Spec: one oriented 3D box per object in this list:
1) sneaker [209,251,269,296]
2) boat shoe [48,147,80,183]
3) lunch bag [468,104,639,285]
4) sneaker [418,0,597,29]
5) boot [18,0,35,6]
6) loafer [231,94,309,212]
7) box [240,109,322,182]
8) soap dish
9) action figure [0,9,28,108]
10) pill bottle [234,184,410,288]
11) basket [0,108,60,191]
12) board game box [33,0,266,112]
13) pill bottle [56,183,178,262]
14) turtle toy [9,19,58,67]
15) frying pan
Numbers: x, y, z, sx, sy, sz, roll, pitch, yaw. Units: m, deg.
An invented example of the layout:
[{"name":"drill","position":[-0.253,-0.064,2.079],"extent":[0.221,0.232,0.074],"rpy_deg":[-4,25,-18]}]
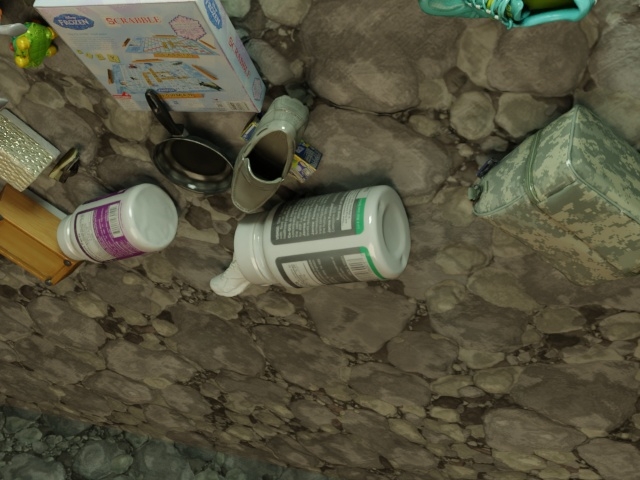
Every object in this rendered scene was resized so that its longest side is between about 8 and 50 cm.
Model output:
[{"name":"sneaker","position":[-0.208,0.070,1.778],"extent":[0.232,0.090,0.115],"rpy_deg":[-20,120,26]},{"name":"boat shoe","position":[-0.625,-0.184,1.678],"extent":[0.049,0.056,0.152],"rpy_deg":[36,147,-26]},{"name":"lunch bag","position":[0.461,-0.061,1.248],"extent":[0.305,0.213,0.256],"rpy_deg":[34,137,-15]},{"name":"sneaker","position":[0.282,-0.382,1.040],"extent":[0.275,0.110,0.107],"rpy_deg":[5,138,18]},{"name":"boot","position":[-0.473,-0.478,1.265],"extent":[0.208,0.076,0.190],"rpy_deg":[24,154,5]},{"name":"loafer","position":[-0.118,-0.154,1.369],"extent":[0.112,0.111,0.319],"rpy_deg":[25,138,-6]},{"name":"box","position":[-0.083,-0.200,1.435],"extent":[0.169,0.054,0.059],"rpy_deg":[35,137,-17]},{"name":"soap dish","position":[-0.797,-0.007,1.891],"extent":[0.291,0.118,0.229],"rpy_deg":[39,137,-20]},{"name":"action figure","position":[-0.674,-0.460,1.244],"extent":[0.330,0.178,0.341],"rpy_deg":[51,145,14]},{"name":"pill bottle","position":[0.000,0.000,1.510],"extent":[0.361,0.204,0.204],"rpy_deg":[-7,133,29]},{"name":"basket","position":[-0.748,-0.215,1.648],"extent":[0.167,0.103,0.113],"rpy_deg":[41,137,-25]},{"name":"board game box","position":[-0.302,-0.356,1.264],"extent":[0.318,0.066,0.318],"rpy_deg":[4,157,17]},{"name":"pill bottle","position":[-0.522,-0.033,1.710],"extent":[0.301,0.169,0.169],"rpy_deg":[-11,131,32]},{"name":"turtle toy","position":[-0.602,-0.403,1.398],"extent":[0.066,0.095,0.130],"rpy_deg":[43,138,5]},{"name":"frying pan","position":[-0.319,-0.208,1.493],"extent":[0.197,0.053,0.326],"rpy_deg":[-11,140,35]}]
